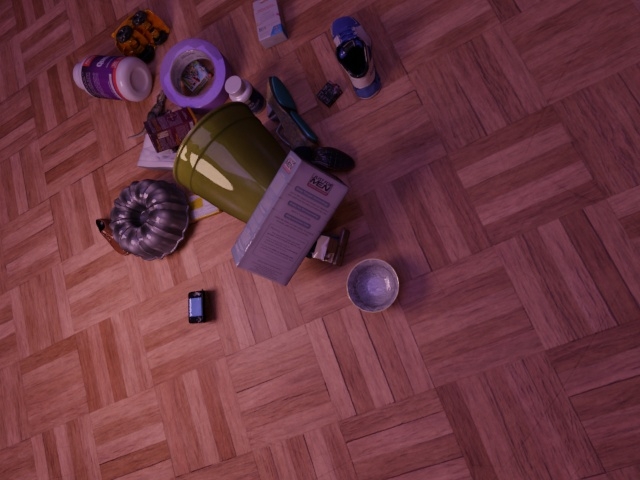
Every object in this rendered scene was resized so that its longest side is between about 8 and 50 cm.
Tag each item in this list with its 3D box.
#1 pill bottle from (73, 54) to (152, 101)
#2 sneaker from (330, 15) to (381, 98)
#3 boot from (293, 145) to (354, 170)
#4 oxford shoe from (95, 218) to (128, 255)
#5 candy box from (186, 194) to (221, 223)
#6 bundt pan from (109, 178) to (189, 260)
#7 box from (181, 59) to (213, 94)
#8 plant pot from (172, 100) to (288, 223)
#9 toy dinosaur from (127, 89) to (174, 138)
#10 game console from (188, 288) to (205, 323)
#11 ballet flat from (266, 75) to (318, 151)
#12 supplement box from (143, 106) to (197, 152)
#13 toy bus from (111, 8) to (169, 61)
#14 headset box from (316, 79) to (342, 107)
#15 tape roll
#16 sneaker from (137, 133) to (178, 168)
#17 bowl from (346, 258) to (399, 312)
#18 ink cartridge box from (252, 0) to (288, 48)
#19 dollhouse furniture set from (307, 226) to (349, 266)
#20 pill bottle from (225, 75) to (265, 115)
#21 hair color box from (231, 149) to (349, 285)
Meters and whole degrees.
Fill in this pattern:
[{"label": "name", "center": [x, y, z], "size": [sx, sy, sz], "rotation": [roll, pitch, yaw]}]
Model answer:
[{"label": "pill bottle", "center": [-0.910, -0.707, 1.916], "size": [0.323, 0.181, 0.181], "rotation": [12, 85, 21]}, {"label": "sneaker", "center": [0.117, -0.669, 1.528], "size": [0.127, 0.182, 0.315], "rotation": [-21, 74, 14]}, {"label": "boot", "center": [0.006, -0.280, 1.568], "size": [0.219, 0.106, 0.082], "rotation": [10, 79, -7]}, {"label": "oxford shoe", "center": [-0.873, -0.014, 1.840], "size": [0.212, 0.076, 0.076], "rotation": [42, 94, 20]}, {"label": "candy box", "center": [-0.489, -0.130, 1.742], "size": [0.206, 0.027, 0.105], "rotation": [-16, 78, 17]}, {"label": "bundt pan", "center": [-0.678, -0.091, 1.697], "size": [0.331, 0.124, 0.330], "rotation": [-4, 79, 21]}, {"label": "box", "center": [-0.554, -0.721, 1.864], "size": [0.114, 0.036, 0.207], "rotation": [-47, 69, 7]}, {"label": "plant pot", "center": [-0.245, -0.218, 1.520], "size": [0.353, 0.366, 0.366], "rotation": [42, 97, 10]}, {"label": "toy dinosaur", "center": [-0.690, -0.515, 1.847], "size": [0.118, 0.064, 0.268], "rotation": [11, 63, 24]}, {"label": "game console", "center": [-0.465, 0.246, 1.643], "size": [0.107, 0.071, 0.122], "rotation": [-8, 78, 19]}, {"label": "ballet flat", "center": [-0.132, -0.455, 1.626], "size": [0.123, 0.123, 0.348], "rotation": [-34, 71, 12]}, {"label": "supplement box", "center": [-0.575, -0.432, 1.719], "size": [0.188, 0.104, 0.080], "rotation": [-25, 64, -16]}, {"label": "toy bus", "center": [-0.809, -0.925, 1.951], "size": [0.220, 0.149, 0.211], "rotation": [-44, 53, 6]}, {"label": "headset box", "center": [0.035, -0.540, 1.616], "size": [0.083, 0.032, 0.062], "rotation": [-48, 69, 6]}, {"label": "tape roll", "center": [-0.496, -0.654, 1.766], "size": [0.275, 0.090, 0.274], "rotation": [0, 92, 9]}, {"label": "sneaker", "center": [-0.615, -0.368, 1.788], "size": [0.293, 0.108, 0.169], "rotation": [9, 87, 23]}, {"label": "bowl", "center": [0.176, 0.147, 1.418], "size": [0.170, 0.080, 0.170], "rotation": [-4, 79, 20]}, {"label": "ink cartridge box", "center": [-0.199, -0.869, 1.744], "size": [0.104, 0.061, 0.181], "rotation": [-15, 76, 17]}, {"label": "dollhouse furniture set", "center": [0.000, 0.000, 1.453], "size": [0.129, 0.184, 0.128], "rotation": [13, 85, 22]}, {"label": "pill bottle", "center": [-0.286, -0.548, 1.662], "size": [0.094, 0.169, 0.094], "rotation": [-4, 80, 20]}, {"label": "hair color box", "center": [-0.099, -0.062, 1.354], "size": [0.374, 0.185, 0.113], "rotation": [-57, 30, 13]}]
